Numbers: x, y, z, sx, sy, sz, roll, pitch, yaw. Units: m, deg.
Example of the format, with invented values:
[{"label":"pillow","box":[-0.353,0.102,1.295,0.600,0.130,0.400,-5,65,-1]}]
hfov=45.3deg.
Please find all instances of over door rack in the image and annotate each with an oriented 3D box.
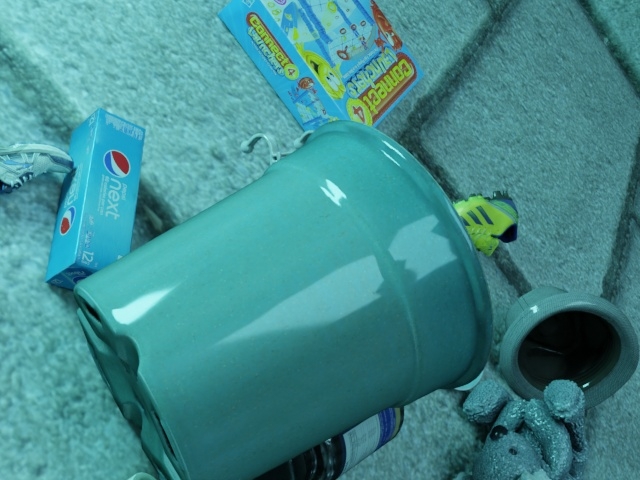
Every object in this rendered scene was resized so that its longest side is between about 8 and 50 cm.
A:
[{"label":"over door rack","box":[0.000,0.000,1.143,0.240,0.108,0.324,-13,93,-47]}]

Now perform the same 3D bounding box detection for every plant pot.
[{"label":"plant pot","box":[-0.057,0.086,0.826,0.334,0.341,0.341,-27,90,-25]}]

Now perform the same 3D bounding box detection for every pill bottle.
[{"label":"pill bottle","box":[0.002,0.244,0.986,0.219,0.123,0.122,-17,83,-49]}]

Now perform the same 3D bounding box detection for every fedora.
[{"label":"fedora","box":[0.449,0.186,1.448,0.275,0.243,0.124,33,19,-24]}]

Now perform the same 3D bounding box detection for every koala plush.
[{"label":"koala plush","box":[0.312,0.351,1.209,0.221,0.196,0.203,-26,104,-53]}]

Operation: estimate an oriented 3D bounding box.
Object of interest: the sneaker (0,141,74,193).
[{"label":"sneaker","box":[-0.345,-0.078,0.861,0.135,0.052,0.058,1,79,-38]}]

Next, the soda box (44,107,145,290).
[{"label":"soda box","box":[-0.262,-0.046,0.904,0.067,0.071,0.210,25,53,-37]}]

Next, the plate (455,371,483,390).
[{"label":"plate","box":[0.220,0.169,1.330,0.188,0.024,0.188,24,53,-36]}]

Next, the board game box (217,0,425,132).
[{"label":"board game box","box":[0.017,-0.338,1.340,0.302,0.086,0.308,52,42,-12]}]

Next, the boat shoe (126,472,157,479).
[{"label":"boat shoe","box":[-0.147,0.386,0.781,0.305,0.091,0.109,61,7,-4]}]

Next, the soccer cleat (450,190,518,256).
[{"label":"soccer cleat","box":[0.296,-0.025,1.463,0.289,0.093,0.121,-11,85,-48]}]
